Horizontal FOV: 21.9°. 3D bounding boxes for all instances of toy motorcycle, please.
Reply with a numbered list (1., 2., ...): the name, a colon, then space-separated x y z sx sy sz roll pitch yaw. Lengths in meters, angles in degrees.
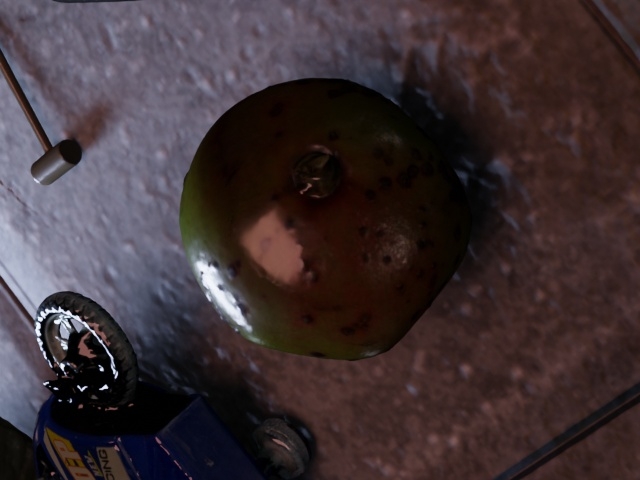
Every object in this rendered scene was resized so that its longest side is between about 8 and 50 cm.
1. toy motorcycle: -0.096 0.172 1.091 0.315 0.113 0.169 51 141 -5

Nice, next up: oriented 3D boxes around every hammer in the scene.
1. hammer: -0.197 -0.092 1.104 0.035 0.019 0.110 -30 86 40

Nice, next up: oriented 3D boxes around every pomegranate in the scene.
1. pomegranate: 0.000 0.000 0.926 0.159 0.159 0.205 42 155 13

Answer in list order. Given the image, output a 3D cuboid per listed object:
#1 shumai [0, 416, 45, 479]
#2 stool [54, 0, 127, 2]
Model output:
1. shumai: -0.291 0.254 1.215 0.218 0.189 0.255 -1 104 34
2. stool: -0.062 -0.204 0.885 0.228 0.153 0.139 -9 106 -6
